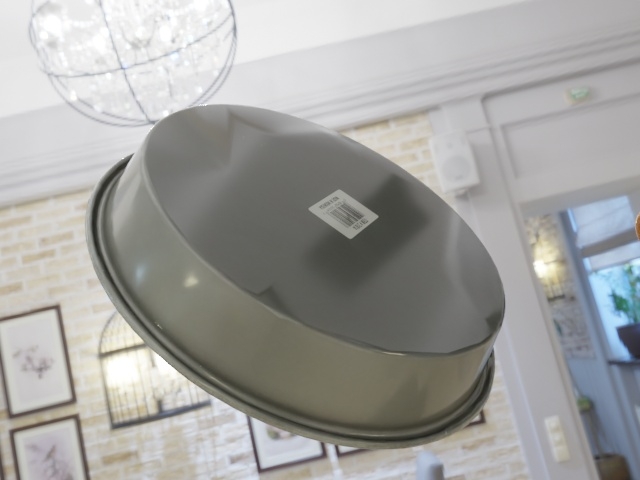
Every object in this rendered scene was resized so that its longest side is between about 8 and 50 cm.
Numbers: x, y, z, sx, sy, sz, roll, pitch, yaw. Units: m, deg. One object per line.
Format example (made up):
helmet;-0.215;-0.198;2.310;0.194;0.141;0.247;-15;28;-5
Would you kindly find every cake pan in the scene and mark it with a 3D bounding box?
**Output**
cake pan;0.000;0.000;0.448;0.293;0.293;0.054;-4;-46;-44

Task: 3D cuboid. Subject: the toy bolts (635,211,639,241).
toy bolts;0.384;-0.060;0.559;0.159;0.228;0.218;-35;23;-8
